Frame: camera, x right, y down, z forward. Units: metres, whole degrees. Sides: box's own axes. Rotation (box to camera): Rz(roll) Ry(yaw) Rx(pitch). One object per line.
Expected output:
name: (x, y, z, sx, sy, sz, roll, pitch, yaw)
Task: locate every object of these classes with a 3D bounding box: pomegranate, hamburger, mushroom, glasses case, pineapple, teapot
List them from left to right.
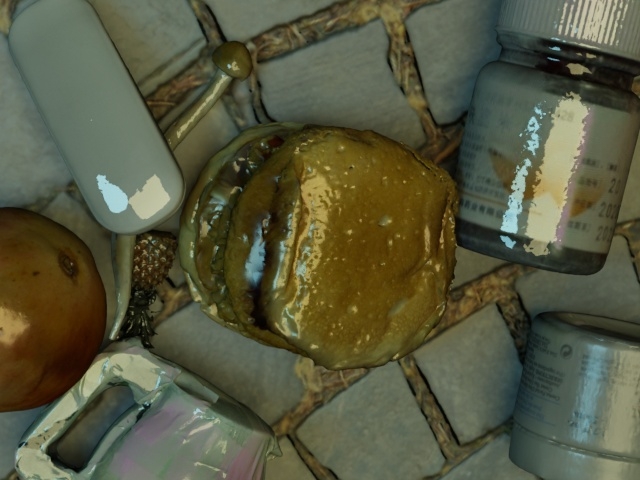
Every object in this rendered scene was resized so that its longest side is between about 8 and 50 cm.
pomegranate: (-0.287, 0.062, 1.412, 0.191, 0.191, 0.191, -3, 101, -14)
glasses case: (-0.202, -0.114, 1.430, 0.092, 0.059, 0.233, -30, 82, 0)
pineapple: (-0.169, 0.051, 1.505, 0.058, 0.058, 0.124, 6, 98, -16)
teapot: (-0.150, 0.202, 1.500, 0.221, 0.163, 0.178, 29, 90, 19)
mushroom: (-0.146, -0.053, 1.469, 0.043, 0.068, 0.306, 32, 75, -25)
hamburger: (0.000, 0.000, 1.486, 0.244, 0.163, 0.244, -3, 96, -29)

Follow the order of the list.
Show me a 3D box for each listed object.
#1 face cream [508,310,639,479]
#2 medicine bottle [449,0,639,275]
face cream: (0.285, 0.159, 1.581, 0.177, 0.177, 0.153, 8, 98, -16)
medicine bottle: (0.223, -0.114, 1.523, 0.165, 0.165, 0.273, 10, 98, -16)
